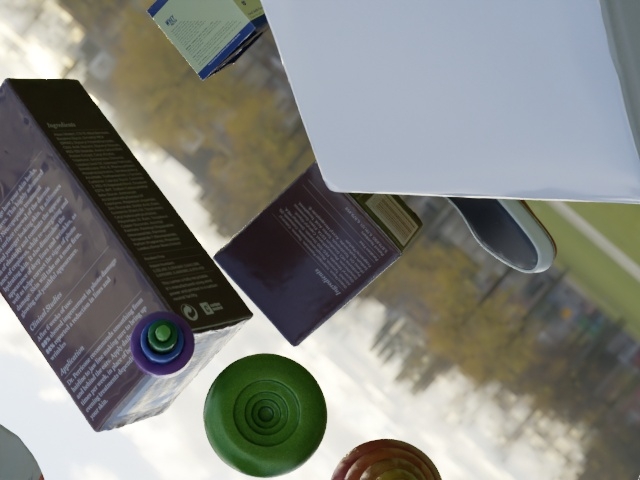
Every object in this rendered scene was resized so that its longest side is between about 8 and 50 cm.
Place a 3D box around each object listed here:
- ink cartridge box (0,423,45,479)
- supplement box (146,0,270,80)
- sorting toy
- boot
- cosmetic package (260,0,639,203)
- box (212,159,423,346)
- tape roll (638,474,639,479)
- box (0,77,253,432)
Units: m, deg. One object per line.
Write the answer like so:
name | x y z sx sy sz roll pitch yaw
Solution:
ink cartridge box | -0.477 0.441 2.216 0.385 0.308 0.091 40 143 -27
supplement box | -0.096 -0.208 1.410 0.083 0.083 0.056 50 -144 1
sorting toy | -0.031 0.180 1.518 0.365 0.127 0.126 34 168 2
boot | 0.249 -0.076 1.955 0.244 0.176 0.088 49 143 24
cosmetic package | 0.187 -0.262 1.185 0.329 0.393 0.327 5 122 47
box | 0.000 0.000 2.067 0.167 0.203 0.168 48 -161 -2
tape roll | 0.367 0.294 1.453 0.072 0.219 0.219 -5 152 37
box | -0.272 0.011 1.793 0.381 0.191 0.143 52 -151 16
